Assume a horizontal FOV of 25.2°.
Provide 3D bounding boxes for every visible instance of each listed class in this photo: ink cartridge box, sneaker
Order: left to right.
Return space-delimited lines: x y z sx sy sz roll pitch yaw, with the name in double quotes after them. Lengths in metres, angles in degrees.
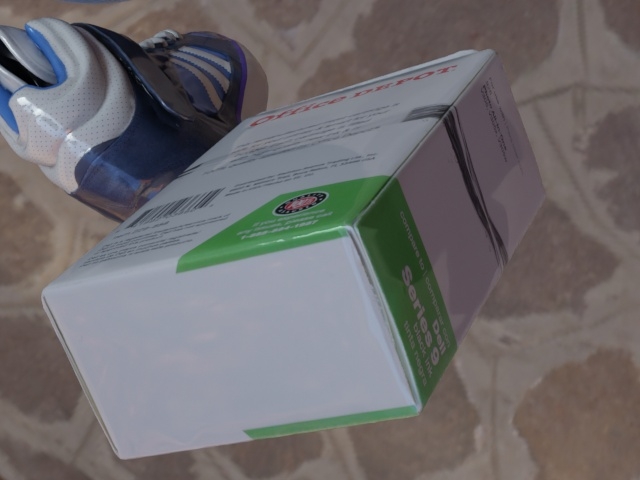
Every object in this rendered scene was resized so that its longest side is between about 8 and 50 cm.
-0.168 -0.135 1.167 0.236 0.322 0.130 34 113 -27 "sneaker"
0.000 0.000 0.898 0.211 0.289 0.121 -13 109 29 "ink cartridge box"

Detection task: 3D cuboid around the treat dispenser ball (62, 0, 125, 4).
-0.198 -0.349 1.234 0.288 0.288 0.288 9 118 17 "treat dispenser ball"
